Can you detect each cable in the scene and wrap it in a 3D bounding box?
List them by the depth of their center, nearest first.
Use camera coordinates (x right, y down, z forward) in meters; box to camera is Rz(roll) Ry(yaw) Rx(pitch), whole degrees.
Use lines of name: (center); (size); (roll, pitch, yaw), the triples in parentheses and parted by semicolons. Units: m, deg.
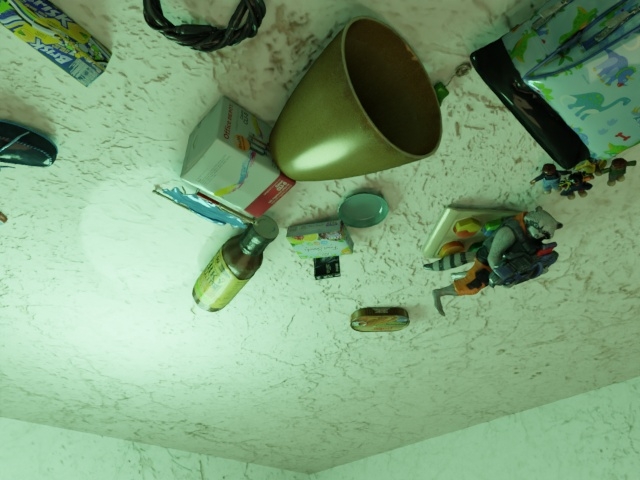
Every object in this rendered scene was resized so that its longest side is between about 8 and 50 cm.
cable: (-0.180, -0.361, 0.725); (0.185, 0.047, 0.150); (-14, 145, 10)

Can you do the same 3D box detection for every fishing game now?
fishing game: (-0.235, -0.074, 0.993); (0.189, 0.041, 0.264); (28, 168, -32)

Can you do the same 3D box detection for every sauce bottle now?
sauce bottle: (-0.215, 0.059, 1.190); (0.112, 0.111, 0.344); (20, 134, -25)

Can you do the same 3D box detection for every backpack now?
backpack: (0.468, -0.288, 0.713); (0.290, 0.273, 0.355); (35, 116, -29)

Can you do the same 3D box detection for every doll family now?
doll family: (0.551, -0.142, 1.005); (0.193, 0.075, 0.111); (-26, 155, 20)

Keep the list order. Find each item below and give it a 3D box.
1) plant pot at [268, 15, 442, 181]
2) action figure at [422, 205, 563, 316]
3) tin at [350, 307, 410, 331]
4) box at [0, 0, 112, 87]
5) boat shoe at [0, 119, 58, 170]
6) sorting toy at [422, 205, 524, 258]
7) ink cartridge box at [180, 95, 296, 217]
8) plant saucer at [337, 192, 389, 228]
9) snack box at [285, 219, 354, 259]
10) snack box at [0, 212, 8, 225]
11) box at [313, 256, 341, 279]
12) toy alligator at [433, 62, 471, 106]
plant pot: (0.035, -0.200, 0.813); (0.237, 0.237, 0.254); (28, 146, -33)
action figure: (0.392, 0.041, 1.099); (0.330, 0.178, 0.341); (-43, 156, 29)
tin: (0.188, 0.253, 1.512); (0.190, 0.040, 0.106); (-1, 137, -2)
box: (-0.418, -0.323, 0.738); (0.054, 0.059, 0.169); (-27, 135, 26)
boat shoe: (-0.641, -0.172, 0.890); (0.259, 0.088, 0.109); (8, 140, -14)
sorting toy: (0.384, -0.007, 1.196); (0.209, 0.038, 0.193); (5, 141, -9)
ink cartridge box: (-0.154, -0.156, 0.907); (0.176, 0.128, 0.127); (27, 133, -33)
plant saucer: (0.099, -0.074, 1.108); (0.120, 0.021, 0.119); (-1, 141, -1)
snack box: (0.000, 0.000, 1.167); (0.141, 0.037, 0.100); (-7, 143, 21)
snack box: (-0.782, -0.089, 1.039); (0.064, 0.022, 0.178); (-13, 140, 12)
box: (0.016, 0.059, 1.220); (0.067, 0.083, 0.018); (-9, 141, 8)
toy alligator: (0.196, -0.250, 0.870); (0.190, 0.051, 0.056); (-32, 133, 32)
